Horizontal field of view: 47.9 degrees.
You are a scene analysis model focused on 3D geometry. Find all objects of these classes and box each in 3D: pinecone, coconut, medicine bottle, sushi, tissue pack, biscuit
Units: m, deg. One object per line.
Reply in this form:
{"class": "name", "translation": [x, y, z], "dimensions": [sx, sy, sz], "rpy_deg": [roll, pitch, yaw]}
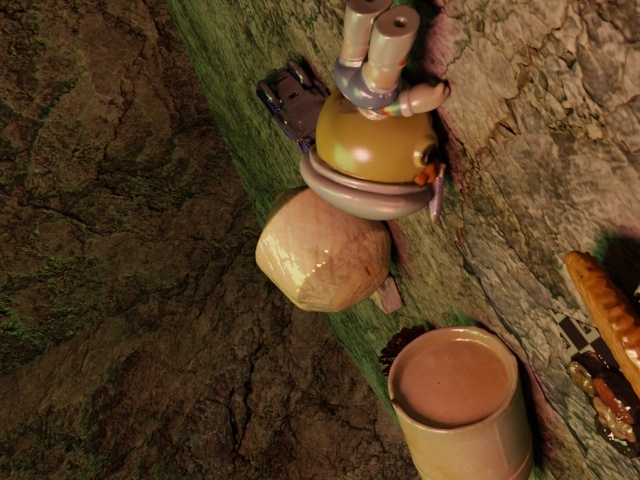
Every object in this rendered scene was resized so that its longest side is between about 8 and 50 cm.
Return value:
{"class": "pinecone", "translation": [0.231, 0.292, 1.667], "dimensions": [0.165, 0.163, 0.163], "rpy_deg": [54, 173, -16]}
{"class": "coconut", "translation": [0.000, 0.000, 1.626], "dimensions": [0.328, 0.329, 0.329], "rpy_deg": [57, 170, 16]}
{"class": "medicine bottle", "translation": [0.287, 0.380, 1.394], "dimensions": [0.235, 0.236, 0.406], "rpy_deg": [49, 165, 49]}
{"class": "sushi", "translation": [0.388, 0.218, 0.954], "dimensions": [0.219, 0.047, 0.231], "rpy_deg": [62, 170, -15]}
{"class": "tissue pack", "translation": [0.142, 0.110, 1.858], "dimensions": [0.148, 0.060, 0.108], "rpy_deg": [45, 161, 55]}
{"class": "biscuit", "translation": [0.329, 0.121, 0.745], "dimensions": [0.254, 0.035, 0.254], "rpy_deg": [56, -166, -21]}

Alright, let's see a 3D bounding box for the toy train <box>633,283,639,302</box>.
{"class": "toy train", "translation": [0.374, 0.122, 0.635], "dimensions": [0.249, 0.085, 0.053], "rpy_deg": [57, 153, 20]}

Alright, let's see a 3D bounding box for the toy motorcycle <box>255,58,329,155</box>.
{"class": "toy motorcycle", "translation": [-0.011, -0.230, 1.487], "dimensions": [0.358, 0.125, 0.212], "rpy_deg": [55, 177, 39]}

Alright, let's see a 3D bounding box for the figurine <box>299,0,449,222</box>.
{"class": "figurine", "translation": [0.055, -0.181, 1.016], "dimensions": [0.224, 0.205, 0.381], "rpy_deg": [38, 158, 35]}
